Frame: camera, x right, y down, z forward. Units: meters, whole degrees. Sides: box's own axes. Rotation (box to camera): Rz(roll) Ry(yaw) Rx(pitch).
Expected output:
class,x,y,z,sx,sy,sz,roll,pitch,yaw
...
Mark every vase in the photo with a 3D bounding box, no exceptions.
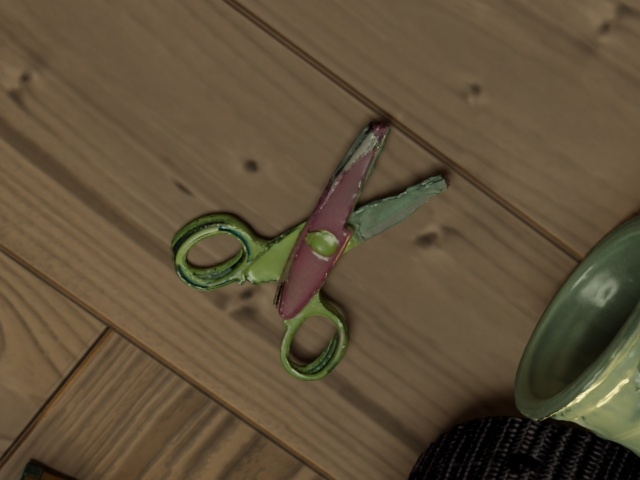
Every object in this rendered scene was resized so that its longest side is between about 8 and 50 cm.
class,x,y,z,sx,sy,sz,roll,pitch,yaw
vase,0.274,0.124,1.165,0.299,0.143,0.143,34,123,-11

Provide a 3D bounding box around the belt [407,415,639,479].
class,x,y,z,sx,sy,sz,roll,pitch,yaw
belt,0.168,0.260,1.271,0.260,0.122,0.325,-23,115,38

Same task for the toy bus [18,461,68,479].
class,x,y,z,sx,sy,sz,roll,pitch,yaw
toy bus,-0.188,0.246,1.337,0.103,0.182,0.091,20,124,-8

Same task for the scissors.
class,x,y,z,sx,sy,sz,roll,pitch,yaw
scissors,0.000,0.000,1.227,0.133,0.020,0.187,42,123,-7
